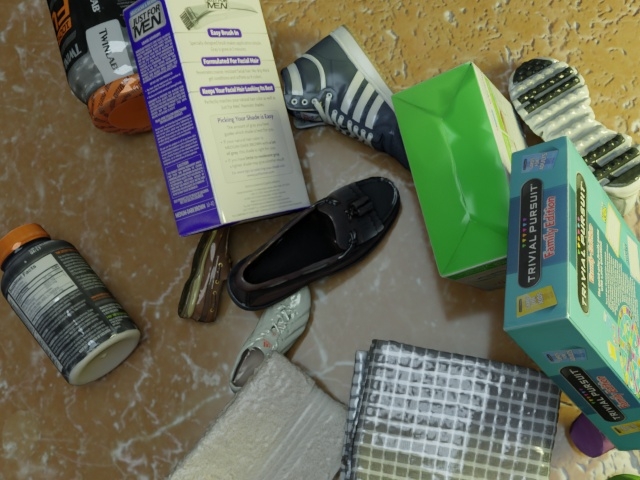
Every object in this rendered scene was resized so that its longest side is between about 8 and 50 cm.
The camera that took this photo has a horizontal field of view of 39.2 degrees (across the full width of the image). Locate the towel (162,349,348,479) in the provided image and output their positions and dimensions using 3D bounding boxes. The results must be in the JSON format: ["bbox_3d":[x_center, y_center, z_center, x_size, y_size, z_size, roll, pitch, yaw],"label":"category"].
[{"bbox_3d":[-0.085,0.314,1.270,0.187,0.049,0.282,40,85,-10],"label":"towel"}]

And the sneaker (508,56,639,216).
[{"bbox_3d":[0.367,-0.152,1.313,0.110,0.118,0.292,-27,55,2],"label":"sneaker"}]

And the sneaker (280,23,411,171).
[{"bbox_3d":[0.045,-0.185,1.368,0.153,0.099,0.282,-31,69,-2],"label":"sneaker"}]

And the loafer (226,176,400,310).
[{"bbox_3d":[0.000,0.000,1.307,0.302,0.095,0.109,-34,82,-14],"label":"loafer"}]

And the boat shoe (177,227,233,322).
[{"bbox_3d":[-0.164,0.040,1.376,0.060,0.064,0.178,20,81,-18],"label":"boat shoe"}]

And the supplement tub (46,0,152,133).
[{"bbox_3d":[-0.320,-0.341,1.411,0.193,0.193,0.316,-19,75,4],"label":"supplement tub"}]

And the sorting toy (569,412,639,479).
[{"bbox_3d":[0.475,0.374,1.194,0.126,0.127,0.365,-18,70,-26],"label":"sorting toy"}]

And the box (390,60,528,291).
[{"bbox_3d":[0.224,-0.078,1.240,0.126,0.231,0.262,-20,75,22],"label":"box"}]

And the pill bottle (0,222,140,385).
[{"bbox_3d":[-0.393,0.088,1.359,0.130,0.130,0.246,-41,75,-2],"label":"pill bottle"}]

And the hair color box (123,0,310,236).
[{"bbox_3d":[-0.148,-0.189,1.309,0.110,0.185,0.339,-12,91,43],"label":"hair color box"}]

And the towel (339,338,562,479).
[{"bbox_3d":[0.173,0.268,1.217,0.283,0.121,0.235,11,80,0],"label":"towel"}]

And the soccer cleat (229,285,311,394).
[{"bbox_3d":[-0.072,0.143,1.325,0.068,0.076,0.196,27,82,13],"label":"soccer cleat"}]

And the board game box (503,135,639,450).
[{"bbox_3d":[0.339,0.075,1.113,0.079,0.336,0.254,-16,47,34],"label":"board game box"}]
